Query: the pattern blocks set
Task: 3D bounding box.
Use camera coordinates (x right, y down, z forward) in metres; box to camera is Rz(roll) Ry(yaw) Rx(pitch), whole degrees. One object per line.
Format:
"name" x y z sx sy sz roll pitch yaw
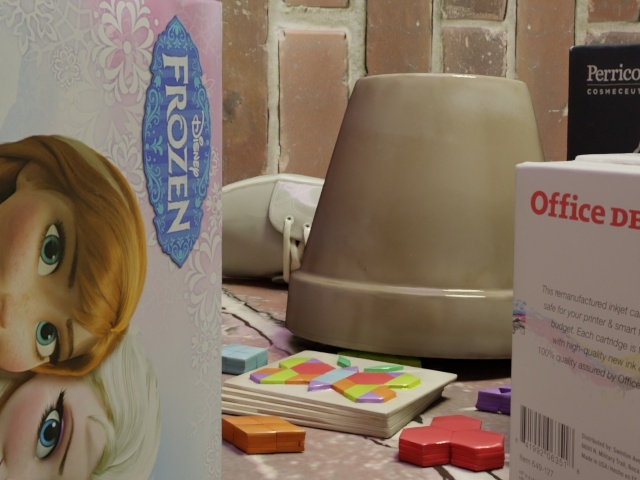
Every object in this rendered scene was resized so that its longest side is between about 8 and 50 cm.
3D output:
"pattern blocks set" 0.015 0.132 0.857 0.325 0.026 0.285 2 8 18

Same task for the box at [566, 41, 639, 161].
"box" 0.365 0.009 0.697 0.179 0.312 0.343 -7 10 -41

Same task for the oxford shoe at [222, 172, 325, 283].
"oxford shoe" 0.000 0.000 1.390 0.449 0.169 0.130 2 30 10

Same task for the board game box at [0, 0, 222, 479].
"board game box" -0.149 0.053 0.374 0.066 0.318 0.318 6 10 27

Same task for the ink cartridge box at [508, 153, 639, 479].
"ink cartridge box" 0.225 0.069 0.552 0.168 0.232 0.171 -4 9 -25

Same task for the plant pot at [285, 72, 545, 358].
"plant pot" 0.125 -0.035 1.068 0.323 0.280 0.323 1 4 0
